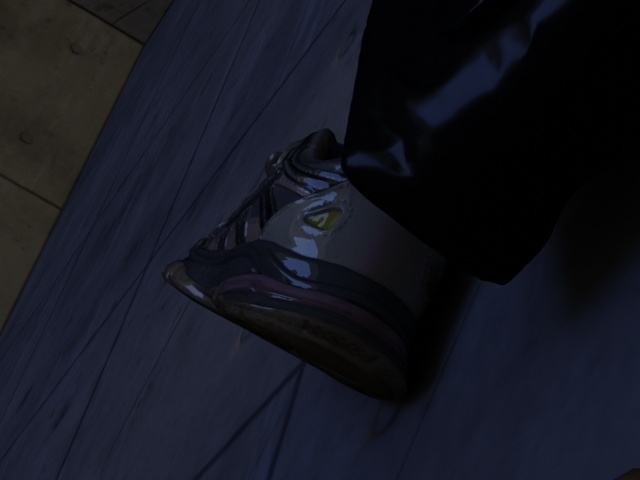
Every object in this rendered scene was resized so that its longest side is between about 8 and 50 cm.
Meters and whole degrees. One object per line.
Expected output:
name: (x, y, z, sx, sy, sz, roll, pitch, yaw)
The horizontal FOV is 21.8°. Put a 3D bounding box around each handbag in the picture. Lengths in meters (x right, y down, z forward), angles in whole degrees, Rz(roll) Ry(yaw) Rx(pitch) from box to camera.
handbag: (0.107, -0.117, 0.550, 0.223, 0.080, 0.247, -47, 14, 23)

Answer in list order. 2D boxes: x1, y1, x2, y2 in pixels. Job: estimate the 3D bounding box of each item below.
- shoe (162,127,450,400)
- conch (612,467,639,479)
shoe: (0.000, 0.000, 0.663, 0.092, 0.089, 0.180, -62, 14, -4)
conch: (-0.012, 0.168, 0.347, 0.330, 0.093, 0.109, -40, -6, -2)
